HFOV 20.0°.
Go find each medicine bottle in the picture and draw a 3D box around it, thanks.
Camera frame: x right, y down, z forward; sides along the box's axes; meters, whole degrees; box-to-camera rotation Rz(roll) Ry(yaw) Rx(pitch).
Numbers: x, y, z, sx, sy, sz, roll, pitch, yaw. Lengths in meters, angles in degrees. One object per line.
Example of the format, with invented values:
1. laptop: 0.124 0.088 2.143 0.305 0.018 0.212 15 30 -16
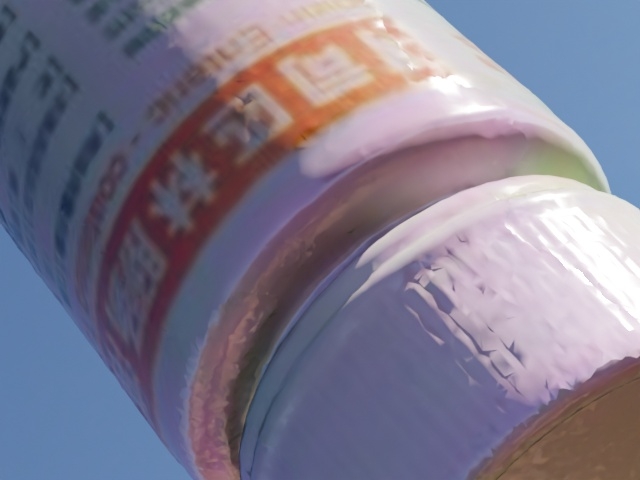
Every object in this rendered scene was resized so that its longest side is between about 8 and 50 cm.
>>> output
1. medicine bottle: 0.000 0.000 0.787 0.219 0.388 0.219 -24 -41 -22
